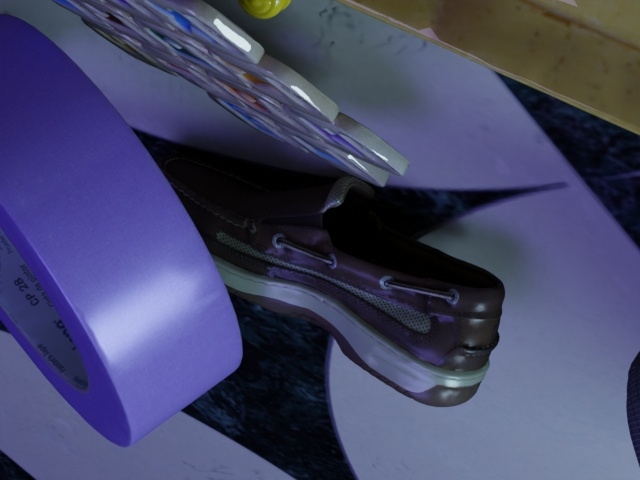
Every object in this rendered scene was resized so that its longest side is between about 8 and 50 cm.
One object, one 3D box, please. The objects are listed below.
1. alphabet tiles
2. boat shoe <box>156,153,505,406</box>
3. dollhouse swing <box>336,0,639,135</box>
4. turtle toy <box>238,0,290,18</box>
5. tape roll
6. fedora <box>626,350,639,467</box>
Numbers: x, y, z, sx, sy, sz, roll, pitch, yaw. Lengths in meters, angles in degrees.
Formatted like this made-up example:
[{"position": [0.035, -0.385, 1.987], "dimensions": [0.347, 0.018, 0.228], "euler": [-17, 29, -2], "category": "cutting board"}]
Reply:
[{"position": [-0.083, -0.114, 0.860], "dimensions": [0.284, 0.021, 0.278], "euler": [34, 176, -41], "category": "alphabet tiles"}, {"position": [0.004, -0.002, 1.029], "dimensions": [0.257, 0.095, 0.095], "euler": [29, 117, 17], "category": "boat shoe"}, {"position": [0.190, -0.168, 0.555], "dimensions": [0.347, 0.305, 0.315], "euler": [22, -169, -3], "category": "dollhouse swing"}, {"position": [-0.042, -0.168, 0.792], "dimensions": [0.130, 0.095, 0.066], "euler": [26, 130, 6], "category": "turtle toy"}, {"position": [-0.167, -0.004, 1.050], "dimensions": [0.275, 0.090, 0.275], "euler": [46, 159, 23], "category": "tape roll"}, {"position": [0.286, 0.136, 0.873], "dimensions": [0.124, 0.243, 0.275], "euler": [-34, 106, 28], "category": "fedora"}]
